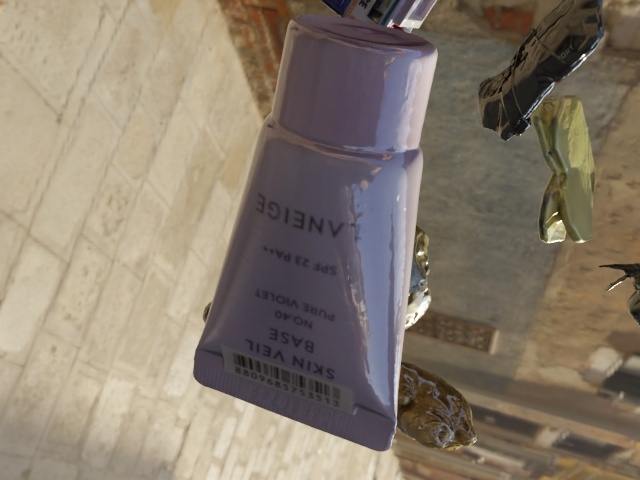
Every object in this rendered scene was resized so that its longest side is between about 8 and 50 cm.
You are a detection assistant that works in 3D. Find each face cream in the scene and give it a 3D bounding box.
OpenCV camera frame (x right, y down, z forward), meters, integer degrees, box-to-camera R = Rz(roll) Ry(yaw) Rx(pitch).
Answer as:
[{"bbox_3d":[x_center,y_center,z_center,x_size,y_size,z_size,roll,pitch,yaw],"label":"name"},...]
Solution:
[{"bbox_3d":[0.000,0.000,0.540,0.096,0.154,0.274,-47,150,-64],"label":"face cream"}]

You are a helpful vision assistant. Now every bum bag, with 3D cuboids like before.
[{"bbox_3d":[0.237,-0.185,0.889,0.198,0.049,0.087,-50,-146,43],"label":"bum bag"}]

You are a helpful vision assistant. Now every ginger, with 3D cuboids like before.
[{"bbox_3d":[0.165,0.294,1.536,0.123,0.270,0.219,-58,-153,11],"label":"ginger"}]

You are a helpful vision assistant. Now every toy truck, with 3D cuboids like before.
[{"bbox_3d":[0.131,-0.442,1.265,0.124,0.155,0.268,-19,149,-56],"label":"toy truck"}]

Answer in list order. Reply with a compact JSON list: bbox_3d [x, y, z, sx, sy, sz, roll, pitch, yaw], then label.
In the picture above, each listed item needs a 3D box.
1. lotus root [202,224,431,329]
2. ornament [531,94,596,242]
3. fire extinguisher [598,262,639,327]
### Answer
[{"bbox_3d":[0.001,0.041,0.658,0.088,0.192,0.113,27,-52,61],"label":"lotus root"},{"bbox_3d":[0.349,-0.102,1.163,0.180,0.059,0.201,-13,100,-53],"label":"ornament"},{"bbox_3d":[0.554,0.132,1.299,0.118,0.294,0.093,-34,-170,33],"label":"fire extinguisher"}]
